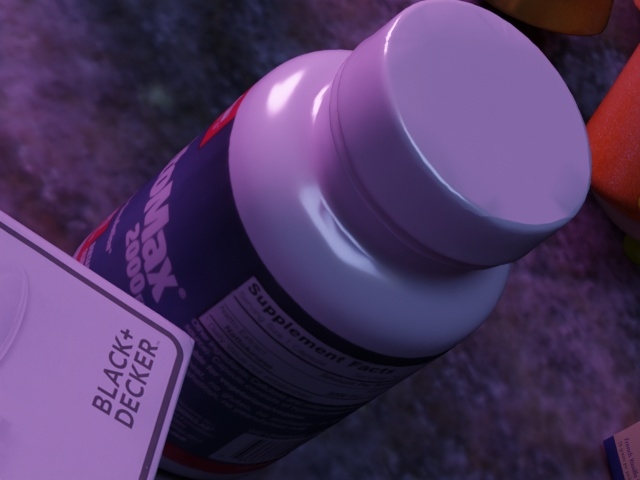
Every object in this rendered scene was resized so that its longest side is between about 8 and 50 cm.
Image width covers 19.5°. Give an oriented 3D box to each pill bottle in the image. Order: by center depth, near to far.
[{"bbox_3d":[0.000,0.000,0.616,0.108,0.180,0.108,21,52,-29],"label":"pill bottle"}]

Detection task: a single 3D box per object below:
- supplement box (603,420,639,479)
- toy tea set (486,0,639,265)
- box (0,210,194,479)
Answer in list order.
[{"bbox_3d":[0.180,0.095,0.773,0.083,0.083,0.056,7,59,-37],"label":"supplement box"},{"bbox_3d":[0.214,-0.072,0.917,0.336,0.124,0.200,-1,35,-36],"label":"toy tea set"},{"bbox_3d":[-0.187,0.025,0.495,0.290,0.087,0.169,35,36,-18],"label":"box"}]
